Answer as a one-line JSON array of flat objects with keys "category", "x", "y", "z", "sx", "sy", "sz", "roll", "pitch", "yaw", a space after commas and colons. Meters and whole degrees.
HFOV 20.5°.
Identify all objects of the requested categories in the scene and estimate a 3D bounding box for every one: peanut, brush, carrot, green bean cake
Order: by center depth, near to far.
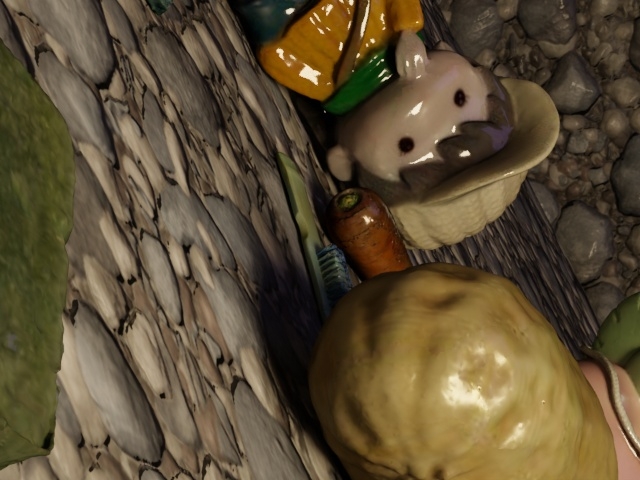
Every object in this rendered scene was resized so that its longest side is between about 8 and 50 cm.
[{"category": "green bean cake", "x": -0.165, "y": -0.021, "z": 0.606, "sx": 0.183, "sy": 0.094, "sz": 0.185, "roll": 54, "pitch": 17, "yaw": -39}, {"category": "peanut", "x": 0.115, "y": 0.141, "z": 1.244, "sx": 0.387, "sy": 0.169, "sz": 0.192, "roll": 44, "pitch": 30, "yaw": -58}, {"category": "brush", "x": 0.000, "y": 0.000, "z": 1.368, "sx": 0.033, "sy": 0.030, "sz": 0.179, "roll": 34, "pitch": 32, "yaw": -48}, {"category": "carrot", "x": 0.052, "y": 0.016, "z": 1.494, "sx": 0.161, "sy": 0.055, "sz": 0.055, "roll": 55, "pitch": 16, "yaw": -45}]

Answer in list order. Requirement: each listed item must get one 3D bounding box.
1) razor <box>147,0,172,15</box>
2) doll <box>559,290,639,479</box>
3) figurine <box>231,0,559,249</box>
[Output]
[{"category": "razor", "x": -0.120, "y": -0.228, "z": 1.334, "sx": 0.066, "sy": 0.033, "sz": 0.190, "roll": 55, "pitch": 21, "yaw": -37}, {"category": "doll", "x": 0.245, "y": 0.190, "z": 1.519, "sx": 0.216, "sy": 0.284, "sz": 0.268, "roll": 13, "pitch": 69, "yaw": -35}, {"category": "figurine", "x": 0.050, "y": -0.142, "z": 1.554, "sx": 0.332, "sy": 0.185, "sz": 0.204, "roll": 47, "pitch": -10, "yaw": -3}]
